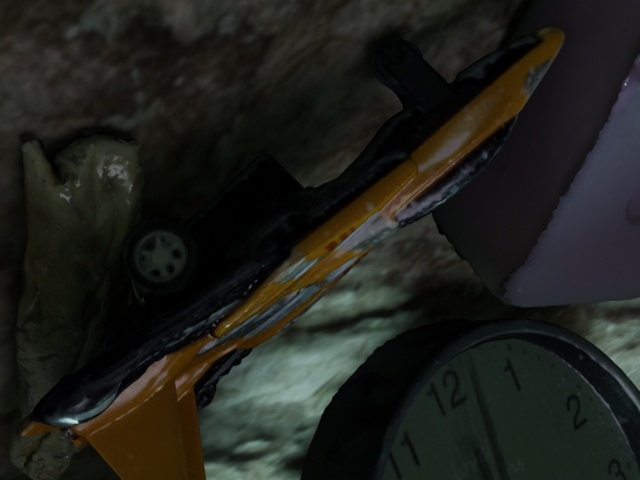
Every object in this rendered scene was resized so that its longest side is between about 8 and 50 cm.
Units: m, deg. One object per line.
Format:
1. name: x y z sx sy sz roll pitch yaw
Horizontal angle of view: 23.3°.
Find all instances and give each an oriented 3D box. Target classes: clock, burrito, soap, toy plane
1. clock: 0.119 0.203 0.975 0.319 0.319 0.066 4 167 -41
2. burrito: -0.128 0.039 0.795 0.058 0.063 0.229 14 129 4
3. soap: 0.238 -0.103 0.854 0.285 0.107 0.296 -4 136 -31
4. toy plane: -0.009 -0.008 0.766 0.316 0.103 0.204 -49 168 -4
